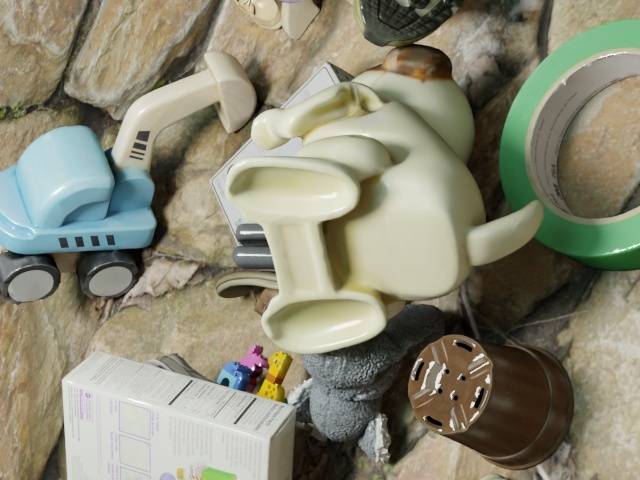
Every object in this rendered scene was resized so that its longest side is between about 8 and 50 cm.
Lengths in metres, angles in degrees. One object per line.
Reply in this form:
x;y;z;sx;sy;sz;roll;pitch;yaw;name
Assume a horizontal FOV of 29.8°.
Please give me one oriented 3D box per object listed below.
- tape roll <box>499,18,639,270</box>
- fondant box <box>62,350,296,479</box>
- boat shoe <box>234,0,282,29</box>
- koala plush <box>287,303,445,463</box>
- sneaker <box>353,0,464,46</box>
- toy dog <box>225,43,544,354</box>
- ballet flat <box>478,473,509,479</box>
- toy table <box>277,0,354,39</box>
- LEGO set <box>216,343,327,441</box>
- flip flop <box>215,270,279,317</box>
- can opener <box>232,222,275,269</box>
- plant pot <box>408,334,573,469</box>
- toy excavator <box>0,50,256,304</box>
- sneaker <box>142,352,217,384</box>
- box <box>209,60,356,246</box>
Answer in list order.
0.386;-0.124;1.551;0.321;0.077;0.321;-17;63;37;tape roll
-0.206;0.318;1.739;0.330;0.096;0.238;14;118;20;fondant box
-0.121;-0.425;2.123;0.063;0.059;0.170;-56;47;10;boat shoe
0.039;0.191;1.677;0.196;0.203;0.221;24;120;21;koala plush
0.116;-0.369;1.784;0.182;0.158;0.410;-55;8;39;sneaker
0.088;-0.103;1.589;0.395;0.284;0.408;-12;29;20;toy dog
0.171;0.401;1.553;0.248;0.086;0.086;-54;48;11;ballet flat
-0.019;-0.461;1.978;0.252;0.161;0.274;-43;50;22;toy table
-0.071;0.209;1.824;0.227;0.087;0.093;27;93;43;LEGO set
-0.053;0.087;1.853;0.277;0.112;0.080;1;89;36;flip flop
0.000;0.000;1.788;0.283;0.095;0.076;0;69;16;can opener
0.207;0.196;1.528;0.167;0.165;0.167;-17;63;37;plant pot
-0.356;-0.123;2.082;0.222;0.433;0.445;63;144;37;toy excavator
-0.156;0.271;1.824;0.281;0.115;0.105;47;124;5;sneaker
-0.031;-0.122;1.911;0.290;0.087;0.169;-44;50;21;box
